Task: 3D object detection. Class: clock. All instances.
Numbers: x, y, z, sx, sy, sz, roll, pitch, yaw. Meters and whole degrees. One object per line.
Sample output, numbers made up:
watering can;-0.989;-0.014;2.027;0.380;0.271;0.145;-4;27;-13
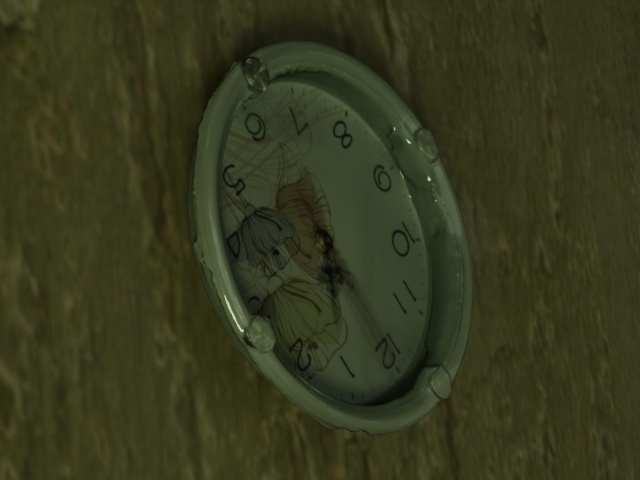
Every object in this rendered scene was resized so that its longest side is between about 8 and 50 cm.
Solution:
clock;0.000;0.000;1.118;0.236;0.053;0.237;22;61;-45
